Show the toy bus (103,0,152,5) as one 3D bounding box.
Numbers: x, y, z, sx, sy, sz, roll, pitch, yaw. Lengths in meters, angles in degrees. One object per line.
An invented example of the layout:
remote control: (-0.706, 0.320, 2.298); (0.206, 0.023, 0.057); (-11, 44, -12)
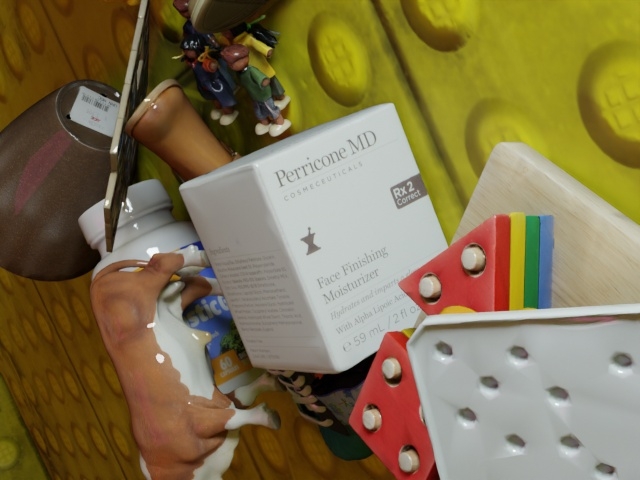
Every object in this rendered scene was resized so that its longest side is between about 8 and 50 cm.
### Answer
toy bus: (-0.289, -0.330, 1.036); (0.220, 0.211, 0.149); (52, 147, 17)

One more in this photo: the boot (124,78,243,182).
boot: (-0.110, -0.079, 1.032); (0.152, 0.073, 0.197); (42, 180, 8)

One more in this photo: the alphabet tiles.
alphabet tiles: (-0.205, -0.116, 1.092); (0.198, 0.009, 0.237); (114, 164, -65)

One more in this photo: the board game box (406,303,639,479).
board game box: (0.273, 0.198, 0.547); (0.390, 0.050, 0.390); (-6, 110, 28)

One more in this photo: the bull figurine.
bull figurine: (-0.142, 0.155, 1.095); (0.188, 0.101, 0.310); (-25, 89, 18)

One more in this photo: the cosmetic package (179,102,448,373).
cosmetic package: (0.000, 0.000, 0.893); (0.151, 0.151, 0.184); (-7, 108, 58)

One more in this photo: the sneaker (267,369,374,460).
sneaker: (-0.023, 0.107, 1.042); (0.108, 0.121, 0.302); (12, 123, 53)

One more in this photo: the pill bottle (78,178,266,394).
pill bottle: (-0.180, 0.070, 1.232); (0.272, 0.152, 0.152); (62, 150, 3)

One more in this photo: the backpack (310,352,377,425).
backpack: (0.063, 0.123, 0.944); (0.084, 0.105, 0.114); (43, 151, -9)

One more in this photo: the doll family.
doll family: (-0.091, -0.173, 0.977); (0.193, 0.076, 0.111); (16, 145, 47)

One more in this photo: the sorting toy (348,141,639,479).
sorting toy: (0.140, 0.102, 0.704); (0.257, 0.089, 0.255); (46, 126, 40)

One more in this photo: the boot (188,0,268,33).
boot: (-0.086, -0.297, 0.857); (0.165, 0.077, 0.213); (53, 135, 19)

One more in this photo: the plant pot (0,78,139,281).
plant pot: (-0.325, -0.096, 1.311); (0.215, 0.215, 0.230); (57, 136, 12)

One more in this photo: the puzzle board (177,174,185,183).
puzzle board: (-0.127, -0.037, 1.162); (0.128, 0.011, 0.096); (50, 177, 22)
